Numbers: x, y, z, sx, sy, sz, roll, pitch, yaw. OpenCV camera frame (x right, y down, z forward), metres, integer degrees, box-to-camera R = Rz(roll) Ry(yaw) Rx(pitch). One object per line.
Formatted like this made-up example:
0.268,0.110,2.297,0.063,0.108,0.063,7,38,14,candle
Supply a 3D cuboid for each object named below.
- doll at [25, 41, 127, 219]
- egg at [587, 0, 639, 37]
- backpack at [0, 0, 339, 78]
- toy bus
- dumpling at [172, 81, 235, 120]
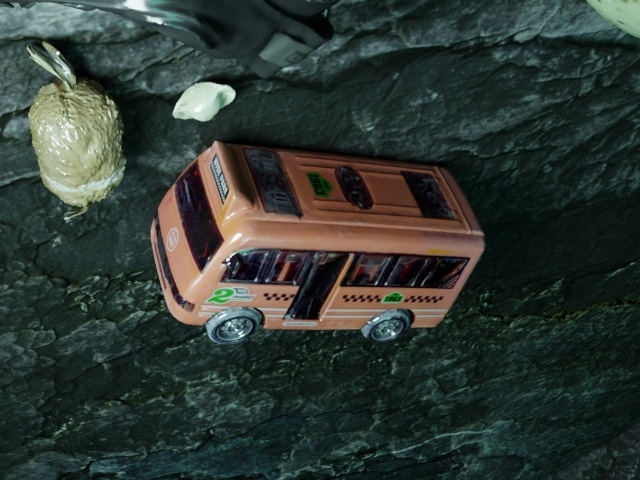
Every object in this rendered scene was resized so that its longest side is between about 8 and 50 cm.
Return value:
-0.279,-0.129,1.090,0.105,0.115,0.221,0,136,-8,doll
0.362,-0.345,0.915,0.287,0.287,0.379,-24,139,9,egg
-0.116,-0.306,0.799,0.446,0.255,0.363,15,140,-42,backpack
0.000,0.000,1.304,0.427,0.203,0.233,3,135,-29,toy bus
-0.139,-0.167,1.151,0.077,0.043,0.059,-45,156,10,dumpling
